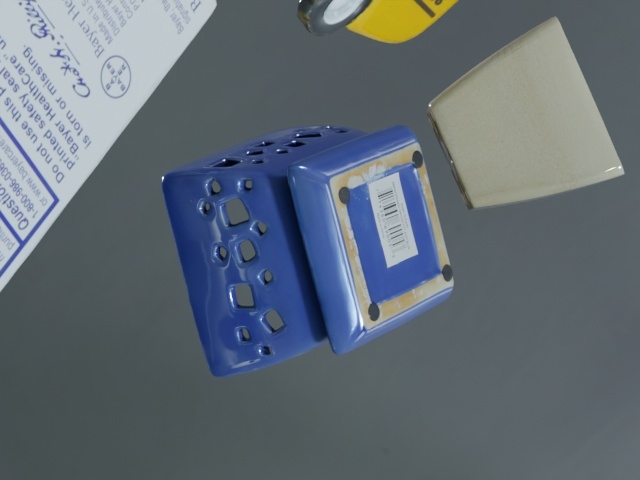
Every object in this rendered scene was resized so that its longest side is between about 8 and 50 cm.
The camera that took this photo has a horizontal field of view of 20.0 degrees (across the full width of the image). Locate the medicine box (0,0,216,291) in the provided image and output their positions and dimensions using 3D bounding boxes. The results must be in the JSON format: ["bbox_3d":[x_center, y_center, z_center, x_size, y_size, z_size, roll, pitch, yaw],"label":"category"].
[{"bbox_3d":[-0.250,-0.084,0.957,0.263,0.149,0.289,4,49,40],"label":"medicine box"}]

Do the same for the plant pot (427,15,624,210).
[{"bbox_3d":[0.127,-0.072,1.187,0.096,0.109,0.109,-23,89,1],"label":"plant pot"}]

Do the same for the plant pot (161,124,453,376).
[{"bbox_3d":[0.000,0.000,1.944,0.212,0.236,0.236,-7,10,41],"label":"plant pot"}]

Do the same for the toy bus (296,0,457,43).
[{"bbox_3d":[-0.008,-0.206,0.962,0.130,0.333,0.108,-40,68,10],"label":"toy bus"}]
